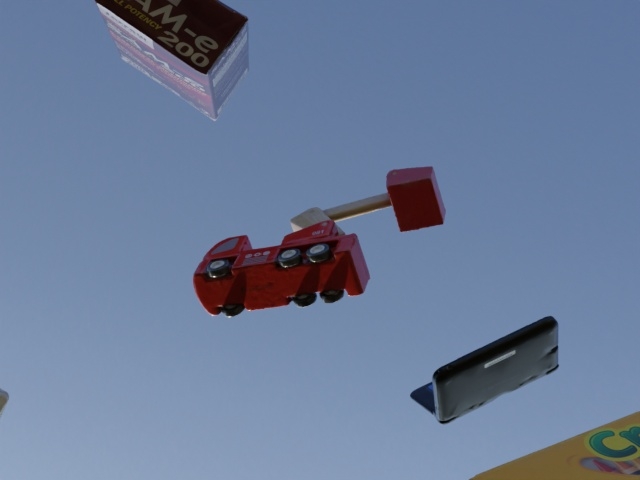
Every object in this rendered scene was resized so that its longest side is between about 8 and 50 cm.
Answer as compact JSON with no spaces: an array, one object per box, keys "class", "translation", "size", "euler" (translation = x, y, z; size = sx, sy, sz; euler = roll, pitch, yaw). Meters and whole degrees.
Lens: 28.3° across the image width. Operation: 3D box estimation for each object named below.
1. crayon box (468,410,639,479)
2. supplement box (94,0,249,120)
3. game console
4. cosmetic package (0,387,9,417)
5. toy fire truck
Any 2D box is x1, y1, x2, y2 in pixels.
[{"class":"crayon box","translation":[0.228,0.152,0.644],"size":[0.278,0.165,0.081],"euler":[-15,-61,-30]},{"class":"supplement box","translation":[-0.142,-0.202,1.275],"size":[0.130,0.239,0.073],"euler":[34,-96,1]},{"class":"game console","translation":[0.142,0.105,1.124],"size":[0.122,0.071,0.107],"euler":[-25,-42,-12]},{"class":"cosmetic package","translation":[-0.466,0.166,1.184],"size":[0.309,0.113,0.160],"euler":[30,-98,-51]},{"class":"toy fire truck","translation":[0.000,0.000,1.051],"size":[0.192,0.135,0.047],"euler":[-9,-63,19]}]
